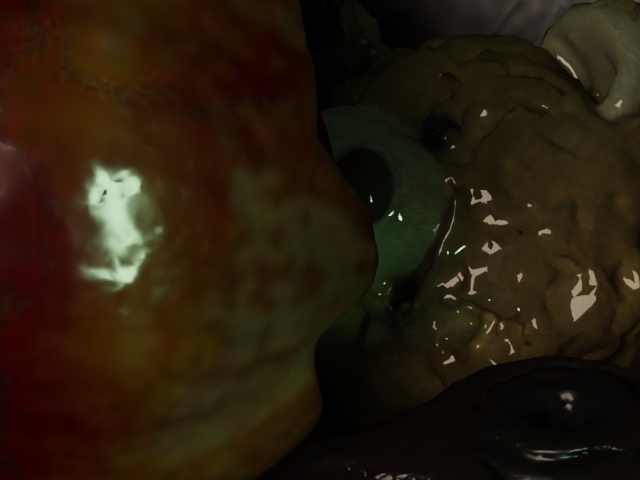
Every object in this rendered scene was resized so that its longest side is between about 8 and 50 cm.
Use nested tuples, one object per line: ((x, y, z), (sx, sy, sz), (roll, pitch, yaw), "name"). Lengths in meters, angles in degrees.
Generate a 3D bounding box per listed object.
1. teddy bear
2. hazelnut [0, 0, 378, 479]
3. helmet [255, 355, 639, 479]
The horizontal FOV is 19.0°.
((0.000, 0.000, 0.662), (0.256, 0.156, 0.267), (8, 90, 28), "teddy bear")
((-0.077, -0.013, 0.542), (0.170, 0.160, 0.201), (32, 133, 41), "hazelnut")
((0.055, 0.171, 0.553), (0.305, 0.177, 0.225), (-13, 113, 14), "helmet")
